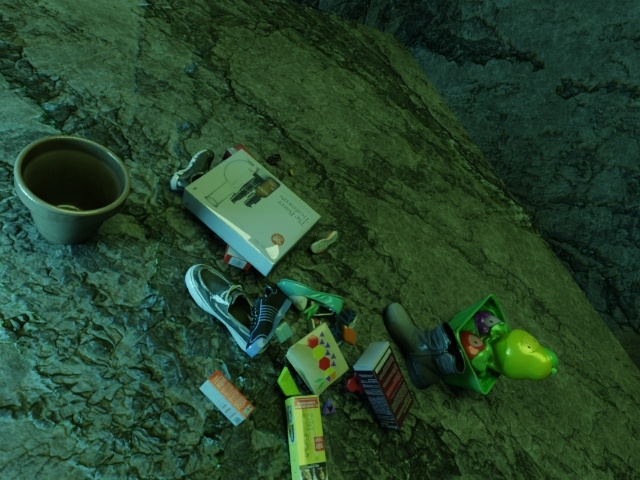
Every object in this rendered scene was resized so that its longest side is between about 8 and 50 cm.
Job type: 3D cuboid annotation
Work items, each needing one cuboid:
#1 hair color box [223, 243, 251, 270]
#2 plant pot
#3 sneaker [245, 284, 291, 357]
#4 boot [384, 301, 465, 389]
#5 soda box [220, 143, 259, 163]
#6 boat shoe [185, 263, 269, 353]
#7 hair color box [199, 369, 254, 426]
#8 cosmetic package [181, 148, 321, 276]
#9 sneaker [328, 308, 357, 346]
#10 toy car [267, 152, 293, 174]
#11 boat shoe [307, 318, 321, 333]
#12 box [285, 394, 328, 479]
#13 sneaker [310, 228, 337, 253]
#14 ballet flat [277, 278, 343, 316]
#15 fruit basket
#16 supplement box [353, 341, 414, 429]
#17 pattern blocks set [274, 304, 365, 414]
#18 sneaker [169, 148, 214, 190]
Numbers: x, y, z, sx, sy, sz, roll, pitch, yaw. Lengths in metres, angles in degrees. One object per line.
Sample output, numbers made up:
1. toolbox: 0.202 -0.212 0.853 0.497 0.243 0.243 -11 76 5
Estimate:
1. hair color box: -0.265 0.011 1.521 0.093 0.053 0.167 22 44 -18
2. plant pot: -0.666 -0.106 1.196 0.263 0.229 0.263 20 45 -21
3. sneaker: -0.164 0.219 1.242 0.090 0.081 0.232 40 35 -7
4. boot: 0.374 0.335 1.586 0.118 0.223 0.338 -5 59 -38
5. soda box: -0.261 -0.238 1.702 0.263 0.092 0.083 48 43 9
6. boat shoe: -0.259 0.184 1.330 0.335 0.119 0.121 45 42 4
7. hair color box: -0.247 0.416 1.180 0.141 0.072 0.043 45 42 4
8. cosmetic package: -0.227 -0.103 1.511 0.377 0.097 0.284 40 54 3
9. sneaker: 0.066 0.313 1.472 0.080 0.081 0.211 13 29 28
10. toy car: -0.171 -0.313 1.887 0.122 0.060 0.040 52 -4 -11
11. boat shoe: -0.012 0.317 1.454 0.043 0.049 0.137 18 42 -26
12. box: -0.038 0.545 1.209 0.087 0.058 0.232 8 60 -27
13. sneaker: 0.000 0.000 1.734 0.064 0.061 0.158 27 35 27
14. ballet flat: -0.034 0.204 1.510 0.247 0.083 0.087 20 60 -19
15. fruit basket: 0.640 0.379 1.626 0.392 0.392 0.283 -26 92 -46
16. supplement box: 0.202 0.453 1.401 0.130 0.073 0.240 -39 109 -48
17. pattern blocks set: -0.003 0.358 1.339 0.285 0.026 0.325 -22 96 -29
18. sneaker: -0.423 -0.240 1.579 0.106 0.078 0.234 19 45 12
